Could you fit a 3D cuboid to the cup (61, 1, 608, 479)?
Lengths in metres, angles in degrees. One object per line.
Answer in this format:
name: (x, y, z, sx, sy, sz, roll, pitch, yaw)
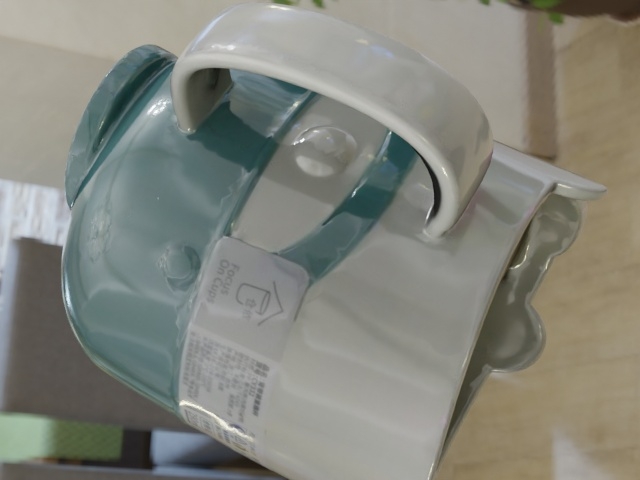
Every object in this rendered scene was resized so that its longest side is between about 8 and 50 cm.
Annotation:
cup: (0.000, 0.000, 0.645, 0.219, 0.257, 0.290, -57, -16, -32)
